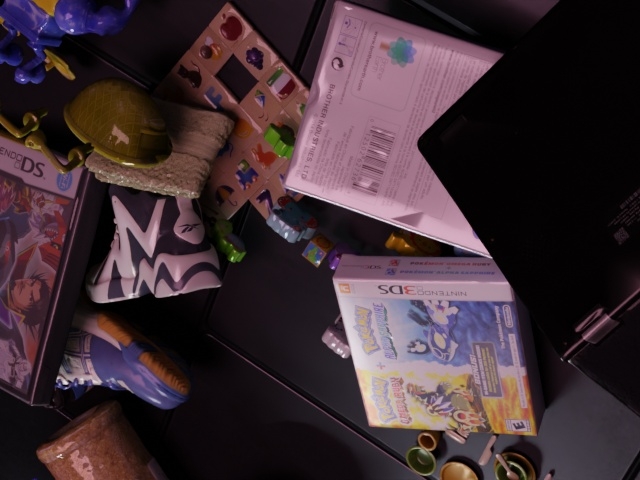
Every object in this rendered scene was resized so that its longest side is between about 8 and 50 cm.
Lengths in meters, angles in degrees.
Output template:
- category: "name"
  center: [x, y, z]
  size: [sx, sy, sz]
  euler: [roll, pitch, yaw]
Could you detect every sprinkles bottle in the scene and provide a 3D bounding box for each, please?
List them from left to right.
- category: "sprinkles bottle"
  center: [-0.205, 0.371, 1.974]
  size: [0.121, 0.121, 0.355]
  euler: [-28, 96, 38]

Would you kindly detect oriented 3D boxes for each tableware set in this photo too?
- category: "tableware set"
  center: [0.167, 0.252, 1.743]
  size: [0.154, 0.024, 0.104]
  euler: [33, 127, 13]

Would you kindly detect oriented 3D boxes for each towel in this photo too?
- category: "towel"
  center: [-0.172, -0.102, 1.718]
  size: [0.148, 0.110, 0.027]
  euler: [15, 160, 27]

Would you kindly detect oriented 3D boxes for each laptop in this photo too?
- category: "laptop"
  center: [0.368, -0.044, 1.399]
  size: [0.382, 0.236, 0.408]
  euler: [-44, 58, 20]

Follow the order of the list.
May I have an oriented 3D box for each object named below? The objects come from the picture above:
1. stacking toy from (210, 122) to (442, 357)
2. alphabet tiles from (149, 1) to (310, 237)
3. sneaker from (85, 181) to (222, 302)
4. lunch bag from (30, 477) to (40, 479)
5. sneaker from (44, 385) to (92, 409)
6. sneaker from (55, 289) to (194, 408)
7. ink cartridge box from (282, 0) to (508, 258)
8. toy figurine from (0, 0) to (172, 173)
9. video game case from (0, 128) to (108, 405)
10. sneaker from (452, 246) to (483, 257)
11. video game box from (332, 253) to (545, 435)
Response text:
- category: "stacking toy"
  center: [0.000, 0.000, 1.701]
  size: [0.221, 0.052, 0.167]
  euler: [40, 126, 7]
- category: "alphabet tiles"
  center: [-0.095, -0.110, 1.732]
  size: [0.198, 0.009, 0.237]
  euler: [48, 129, 2]
- category: "sneaker"
  center: [-0.198, -0.013, 1.793]
  size: [0.235, 0.094, 0.153]
  euler: [-6, 92, 61]
- category: "lunch bag"
  center: [-0.282, 0.452, 1.969]
  size: [0.293, 0.138, 0.221]
  euler: [17, 139, 50]
- category: "sneaker"
  center: [-0.343, 0.135, 1.962]
  size: [0.058, 0.084, 0.152]
  euler: [-25, 99, 38]
- category: "sneaker"
  center: [-0.280, 0.136, 1.881]
  size: [0.296, 0.112, 0.131]
  euler: [30, 89, 26]
- category: "ink cartridge box"
  center: [0.137, -0.090, 1.504]
  size: [0.311, 0.065, 0.186]
  euler: [20, 101, 12]
- category: "toy figurine"
  center: [-0.284, -0.253, 1.661]
  size: [0.362, 0.191, 0.217]
  euler: [38, 116, 27]
- category: "video game case"
  center: [-0.365, 0.018, 1.845]
  size: [0.248, 0.035, 0.275]
  euler: [21, 99, 37]
- category: "sneaker"
  center: [0.124, -0.048, 1.594]
  size: [0.073, 0.063, 0.162]
  euler: [-17, 104, 40]
- category: "video game box"
  center: [0.122, 0.107, 1.641]
  size: [0.187, 0.048, 0.205]
  euler: [2, 127, 23]
